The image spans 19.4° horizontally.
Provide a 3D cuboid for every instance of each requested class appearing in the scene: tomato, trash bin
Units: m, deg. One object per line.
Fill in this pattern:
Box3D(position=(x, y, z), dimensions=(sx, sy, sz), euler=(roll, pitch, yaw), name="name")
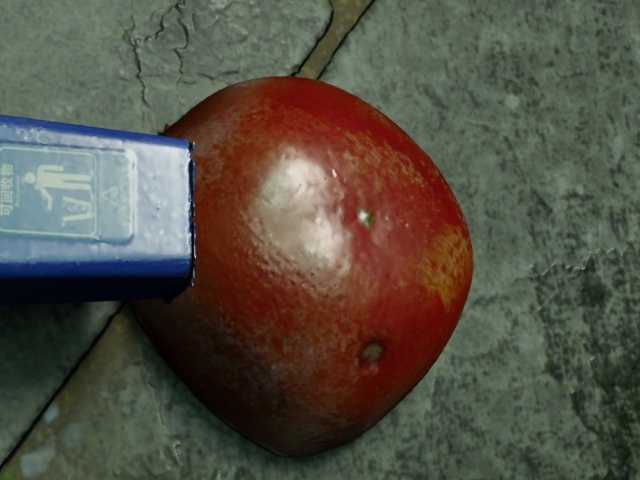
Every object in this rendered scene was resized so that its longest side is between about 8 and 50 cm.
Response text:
Box3D(position=(0.002, 0.001, 1.596), dimensions=(0.338, 0.144, 0.338), euler=(7, 75, -27), name="tomato")
Box3D(position=(-0.223, -0.017, 1.446), dimensions=(0.235, 0.184, 0.162), euler=(2, 77, -16), name="trash bin")
